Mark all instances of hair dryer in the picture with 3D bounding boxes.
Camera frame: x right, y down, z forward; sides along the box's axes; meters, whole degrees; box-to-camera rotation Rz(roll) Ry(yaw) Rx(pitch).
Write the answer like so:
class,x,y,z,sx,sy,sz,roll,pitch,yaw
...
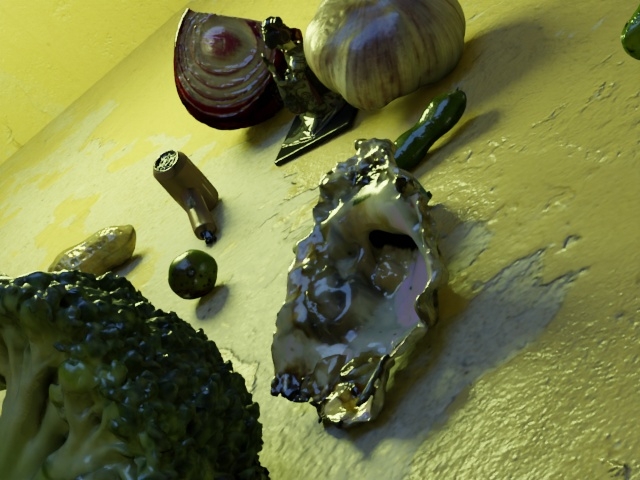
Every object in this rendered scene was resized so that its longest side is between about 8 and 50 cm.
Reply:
class,x,y,z,sx,sy,sz,roll,pitch,yaw
hair dryer,-0.198,-0.057,1.818,0.064,0.117,0.182,-35,43,5

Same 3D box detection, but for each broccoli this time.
class,x,y,z,sx,sy,sz,roll,pitch,yaw
broccoli,-0.212,0.190,1.070,0.281,0.348,0.293,-46,16,10

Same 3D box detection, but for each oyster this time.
class,x,y,z,sx,sy,sz,roll,pitch,yaw
oyster,0.057,0.043,1.235,0.201,0.107,0.355,-12,58,44

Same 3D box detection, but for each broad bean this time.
class,x,y,z,sx,sy,sz,roll,pitch,yaw
broad bean,0.097,-0.109,1.525,0.256,0.053,0.052,-41,61,-4

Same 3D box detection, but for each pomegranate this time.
class,x,y,z,sx,sy,sz,roll,pitch,yaw
pomegranate,-0.180,0.053,1.624,0.073,0.073,0.084,-57,-6,-37

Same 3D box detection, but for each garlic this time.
class,x,y,z,sx,sy,sz,roll,pitch,yaw
garlic,0.087,-0.343,1.690,0.245,0.253,0.245,-9,36,6

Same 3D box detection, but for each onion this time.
class,x,y,z,sx,sy,sz,roll,pitch,yaw
onion,-0.145,-0.293,2.044,0.206,0.216,0.207,-7,-66,-77

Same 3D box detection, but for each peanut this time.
class,x,y,z,sx,sy,sz,roll,pitch,yaw
peanut,-0.379,0.031,1.936,0.174,0.080,0.080,-31,24,11

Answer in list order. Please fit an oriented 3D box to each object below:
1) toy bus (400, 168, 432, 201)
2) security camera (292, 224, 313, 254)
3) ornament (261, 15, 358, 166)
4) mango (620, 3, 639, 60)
class,x,y,z,sx,sy,sz,roll,pitch,yaw
toy bus,0.078,-0.032,1.379,0.060,0.075,0.123,-16,32,41
security camera,0.000,0.000,1.483,0.058,0.058,0.092,-46,13,-17
ornament,-0.046,-0.263,1.834,0.153,0.196,0.166,-24,26,29
mango,0.407,-0.269,1.316,0.165,0.091,0.074,-36,34,3
